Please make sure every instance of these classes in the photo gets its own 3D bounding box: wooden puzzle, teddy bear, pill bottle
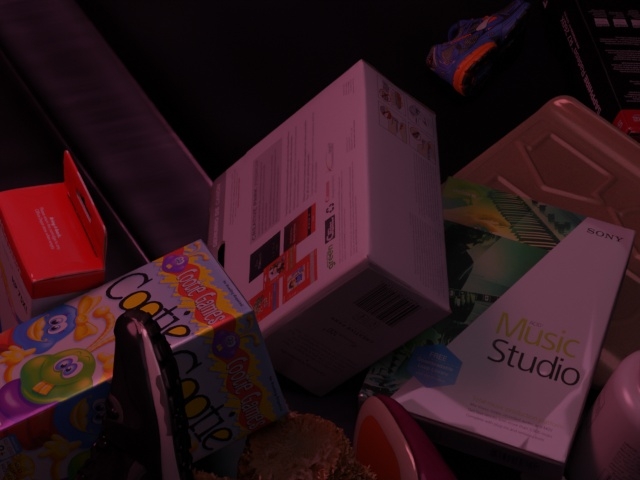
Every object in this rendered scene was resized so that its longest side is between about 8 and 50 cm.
[{"bbox_3d":[0.315,0.002,1.835,0.322,0.080,0.348,38,54,19],"label":"wooden puzzle"},{"bbox_3d":[-0.079,0.318,1.415,0.245,0.113,0.338,10,54,2],"label":"teddy bear"},{"bbox_3d":[0.357,0.188,1.564,0.131,0.229,0.131,9,47,-10],"label":"pill bottle"}]

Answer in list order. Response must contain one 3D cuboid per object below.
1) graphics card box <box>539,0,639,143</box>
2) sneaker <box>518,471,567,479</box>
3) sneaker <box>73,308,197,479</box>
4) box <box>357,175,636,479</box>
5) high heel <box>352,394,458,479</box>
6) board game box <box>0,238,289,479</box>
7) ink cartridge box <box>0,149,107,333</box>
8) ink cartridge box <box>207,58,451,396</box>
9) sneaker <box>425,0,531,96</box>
[{"bbox_3d":[0.470,-0.249,2.096,0.232,0.094,0.371,1,49,-16],"label":"graphics card box"},{"bbox_3d":[0.252,0.280,1.580,0.109,0.040,0.043,41,52,21],"label":"sneaker"},{"bbox_3d":[-0.174,0.205,1.289,0.124,0.107,0.283,-8,94,-1],"label":"sneaker"},{"bbox_3d":[0.202,0.091,1.656,0.232,0.058,0.322,17,56,11],"label":"box"},{"bbox_3d":[0.157,0.316,1.485,0.181,0.127,0.377,5,50,-31],"label":"high heel"},{"bbox_3d":[-0.193,0.141,1.419,0.275,0.144,0.142,-26,37,-12],"label":"board game box"},{"bbox_3d":[-0.278,0.038,1.500,0.078,0.231,0.134,-11,47,-25],"label":"ink cartridge box"},{"bbox_3d":[0.000,0.000,1.666,0.130,0.272,0.310,33,39,-30],"label":"ink cartridge box"},{"bbox_3d":[0.225,-0.285,2.067,0.087,0.083,0.221,29,43,21],"label":"sneaker"}]
